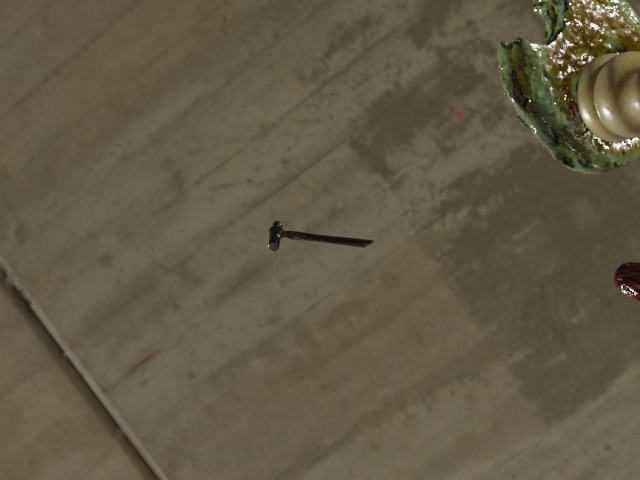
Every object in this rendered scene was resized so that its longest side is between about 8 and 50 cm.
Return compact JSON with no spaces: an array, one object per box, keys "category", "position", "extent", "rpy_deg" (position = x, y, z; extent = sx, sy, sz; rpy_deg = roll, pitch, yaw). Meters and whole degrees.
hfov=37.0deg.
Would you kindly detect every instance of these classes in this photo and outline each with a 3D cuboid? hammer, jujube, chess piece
[{"category":"hammer","position":[0.000,0.000,1.607],"extent":[0.065,0.178,0.021],"rpy_deg":[-77,172,-48]},{"category":"jujube","position":[0.600,0.084,1.751],"extent":[0.077,0.129,0.077],"rpy_deg":[-38,143,-36]},{"category":"chess piece","position":[0.339,-0.144,0.922],"extent":[0.094,0.094,0.170],"rpy_deg":[-37,-161,-22]}]

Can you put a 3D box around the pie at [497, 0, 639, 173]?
[{"category":"pie","position":[0.395,-0.242,1.421],"extent":[0.302,0.302,0.067],"rpy_deg":[-37,-166,-27]}]
